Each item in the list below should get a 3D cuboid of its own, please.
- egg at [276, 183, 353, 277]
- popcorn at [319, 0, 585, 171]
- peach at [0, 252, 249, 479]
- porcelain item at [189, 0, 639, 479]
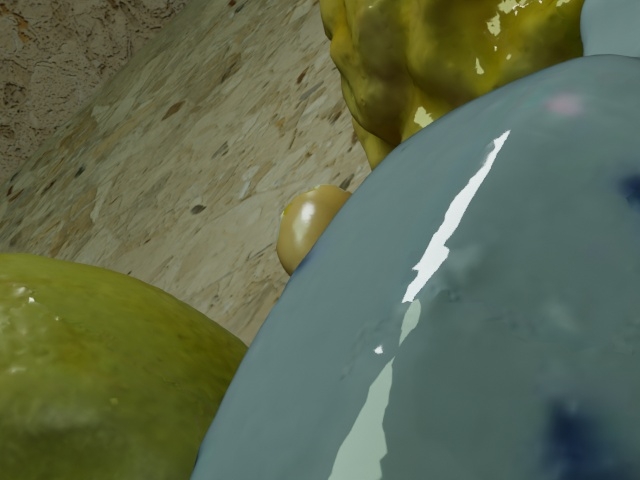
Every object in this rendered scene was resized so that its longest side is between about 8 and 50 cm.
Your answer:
[{"bbox_3d":[0.000,0.000,1.265,0.071,0.071,0.083,-31,23,40],"label":"egg"},{"bbox_3d":[0.145,-0.168,0.854,0.349,0.382,0.349,-34,5,3],"label":"popcorn"},{"bbox_3d":[-0.143,0.158,0.791,0.314,0.315,0.281,-35,20,35],"label":"peach"},{"bbox_3d":[0.090,0.076,0.562,0.178,0.242,0.405,5,42,38],"label":"porcelain item"}]
